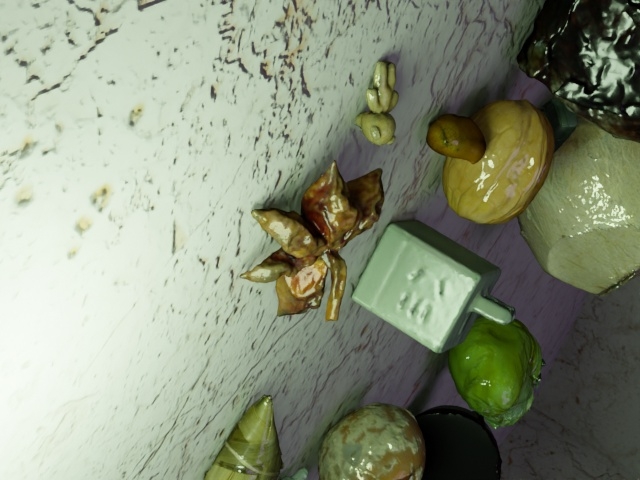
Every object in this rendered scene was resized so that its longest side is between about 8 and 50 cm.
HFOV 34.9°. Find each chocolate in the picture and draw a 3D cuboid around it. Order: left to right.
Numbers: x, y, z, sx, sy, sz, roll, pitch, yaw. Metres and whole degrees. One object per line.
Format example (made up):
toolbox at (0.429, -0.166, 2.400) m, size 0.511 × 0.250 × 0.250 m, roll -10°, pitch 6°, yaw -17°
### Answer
chocolate at (0.291, 0.516, 2.390) m, size 0.283 × 0.284 × 0.186 m, roll -60°, pitch 176°, yaw 4°

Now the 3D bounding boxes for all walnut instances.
walnut at (0.273, -0.120, 1.558) m, size 0.159 × 0.159 × 0.206 m, roll -10°, pitch 127°, yaw -63°

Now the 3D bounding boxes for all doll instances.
doll at (0.075, -0.160, 1.193) m, size 0.061 × 0.051 × 0.093 m, roll -7°, pitch 126°, yaw -56°

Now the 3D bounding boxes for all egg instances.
egg at (0.096, 0.395, 1.838) m, size 0.233 × 0.195 × 0.195 m, roll -37°, pitch 151°, yaw -40°

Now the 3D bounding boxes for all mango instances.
mango at (0.191, -0.147, 1.440) m, size 0.127 × 0.077 × 0.063 m, roll 1°, pitch 116°, yaw -59°

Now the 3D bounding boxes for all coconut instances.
coconut at (0.534, -0.094, 1.956) m, size 0.346 × 0.360 × 0.346 m, roll -27°, pitch 167°, yaw -7°

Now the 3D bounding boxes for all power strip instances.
power strip at (0.186, 0.082, 1.541) m, size 0.140 × 0.224 × 0.139 m, roll -63°, pitch 159°, yaw 14°

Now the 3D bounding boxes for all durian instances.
durian at (0.399, 0.288, 2.313) m, size 0.205 × 0.255 × 0.340 m, roll -21°, pitch 157°, yaw 15°

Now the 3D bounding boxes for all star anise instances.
star anise at (0.000, -0.005, 1.183) m, size 0.196 × 0.111 × 0.212 m, roll -53°, pitch 153°, yaw -31°

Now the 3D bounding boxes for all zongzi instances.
zongzi at (-0.081, 0.283, 1.442) m, size 0.176 × 0.078 × 0.160 m, roll -65°, pitch 164°, yaw 9°

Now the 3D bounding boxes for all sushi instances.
sushi at (0.479, -0.330, 1.541) m, size 0.281 × 0.300 × 0.294 m, roll -69°, pitch 177°, yaw -51°

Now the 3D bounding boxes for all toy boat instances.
toy boat at (0.326, -0.145, 1.693) m, size 0.085 × 0.078 × 0.260 m, roll 1°, pitch 153°, yaw -25°

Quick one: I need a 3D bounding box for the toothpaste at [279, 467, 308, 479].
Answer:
toothpaste at (-0.107, 0.460, 1.694) m, size 0.255 × 0.037 × 0.067 m, roll -34°, pitch 149°, yaw -40°
